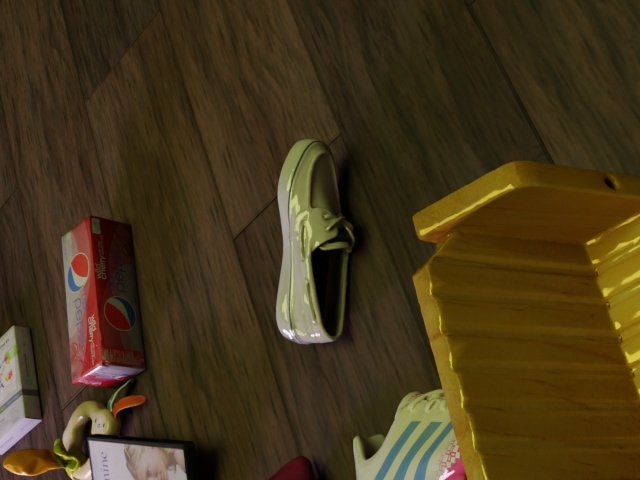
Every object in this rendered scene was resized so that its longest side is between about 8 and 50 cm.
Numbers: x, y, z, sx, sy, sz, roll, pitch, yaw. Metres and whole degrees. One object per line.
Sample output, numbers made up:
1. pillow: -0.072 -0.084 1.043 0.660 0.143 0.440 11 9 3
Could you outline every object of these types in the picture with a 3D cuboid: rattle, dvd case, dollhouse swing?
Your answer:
1. rattle: -0.382 0.286 1.772 0.200 0.143 0.130 -45 31 38
2. dvd case: -0.254 0.375 1.651 0.253 0.022 0.180 -7 92 47
3. dollhouse swing: 0.311 0.061 0.981 0.305 0.315 0.346 -46 48 46

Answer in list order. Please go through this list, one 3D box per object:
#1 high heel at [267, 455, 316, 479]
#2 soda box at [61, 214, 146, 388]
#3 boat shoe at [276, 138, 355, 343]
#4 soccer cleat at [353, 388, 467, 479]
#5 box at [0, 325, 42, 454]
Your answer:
1. high heel: -0.114 0.436 1.489 0.377 0.127 0.181 -42 23 37
2. soda box: -0.351 0.098 1.826 0.092 0.083 0.263 -33 56 37
3. boat shoe: 0.000 0.000 1.464 0.088 0.096 0.267 -1 80 43
4. soccer cleat: 0.150 0.206 1.223 0.331 0.116 0.143 -37 55 36
5. box: -0.561 0.268 2.042 0.145 0.038 0.186 -39 52 34
